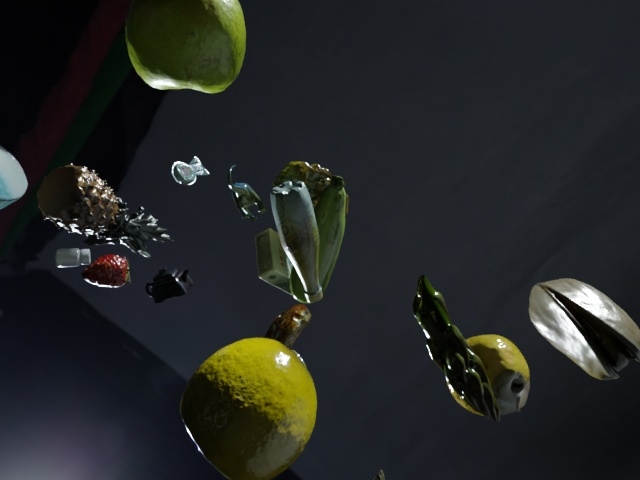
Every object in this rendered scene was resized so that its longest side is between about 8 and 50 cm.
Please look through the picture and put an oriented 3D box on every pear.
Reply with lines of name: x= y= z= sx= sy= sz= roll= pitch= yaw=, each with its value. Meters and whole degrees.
pear: x=-0.402 y=-0.644 z=1.603 sx=0.391 sy=0.391 sz=0.391 roll=-51 pitch=3 yaw=3
pear: x=0.530 y=0.428 z=1.658 sx=0.271 sy=0.271 sz=0.271 roll=-51 pitch=3 yaw=3

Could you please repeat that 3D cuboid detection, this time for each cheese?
cheese: x=-0.337 y=-0.175 z=1.337 sx=0.026 sy=0.067 sz=0.120 roll=-33 pitch=5 yaw=33

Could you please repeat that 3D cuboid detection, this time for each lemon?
lemon: x=-0.112 y=0.288 z=0.941 sx=0.219 sy=0.240 sz=0.240 roll=-44 pitch=2 yaw=-4

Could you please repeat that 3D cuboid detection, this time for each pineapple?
pineapple: x=-0.538 y=-0.050 z=1.334 sx=0.166 sy=0.165 sz=0.364 roll=-52 pitch=-27 yaw=-7

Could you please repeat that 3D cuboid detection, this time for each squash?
squash: x=0.003 y=0.000 z=1.465 sx=0.118 sy=0.118 sz=0.371 roll=-68 pitch=-5 yaw=-81

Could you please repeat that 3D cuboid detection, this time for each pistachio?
pistachio: x=0.601 y=0.185 z=1.206 sx=0.166 sy=0.197 sz=0.288 roll=-44 pitch=31 yaw=3

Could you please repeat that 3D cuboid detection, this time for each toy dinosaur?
toy dinosaur: x=-0.240 y=-0.137 z=1.659 sx=0.076 sy=0.147 sz=0.363 roll=-33 pitch=0 yaw=-1

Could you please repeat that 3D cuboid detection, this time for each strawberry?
strawberry: x=-0.741 y=0.112 z=1.833 sx=0.148 sy=0.131 sz=0.131 roll=-31 pitch=-12 yaw=-43

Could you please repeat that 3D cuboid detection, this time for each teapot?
teapot: x=-0.512 y=0.139 z=1.766 sx=0.177 sy=0.096 sz=0.087 roll=-18 pitch=20 yaw=11

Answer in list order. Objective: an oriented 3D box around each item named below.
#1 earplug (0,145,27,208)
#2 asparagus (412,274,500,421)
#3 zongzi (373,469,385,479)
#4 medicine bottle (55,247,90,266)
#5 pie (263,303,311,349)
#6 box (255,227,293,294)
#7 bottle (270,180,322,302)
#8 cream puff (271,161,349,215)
earplug: x=-0.786 y=-0.059 z=1.072 sx=0.324 sy=0.185 sz=0.185 roll=-38 pitch=6 yaw=14
asparagus: x=0.237 y=0.201 z=0.953 sx=0.080 sy=0.287 sz=0.080 roll=-31 pitch=-11 yaw=-7
zongzi: x=0.135 y=0.714 z=1.110 sx=0.361 sy=0.322 sz=0.160 roll=-54 pitch=5 yaw=-4
medicine bottle: x=-0.705 y=0.049 z=1.495 sx=0.052 sy=0.089 sz=0.052 roll=177 pitch=90 yaw=-70
pie: x=-0.140 y=0.353 z=1.948 sx=0.308 sy=0.085 sz=0.308 roll=-52 pitch=10 yaw=14
box: x=-0.111 y=0.086 z=1.777 sx=0.069 sy=0.256 sz=0.164 roll=-25 pitch=55 yaw=23
bottle: x=-0.041 y=0.011 z=1.099 sx=0.083 sy=0.270 sz=0.083 roll=-9 pitch=25 yaw=4
cream puff: x=-0.046 y=-0.117 z=1.710 sx=0.282 sy=0.281 sz=0.185 roll=-53 pitch=7 yaw=-27
